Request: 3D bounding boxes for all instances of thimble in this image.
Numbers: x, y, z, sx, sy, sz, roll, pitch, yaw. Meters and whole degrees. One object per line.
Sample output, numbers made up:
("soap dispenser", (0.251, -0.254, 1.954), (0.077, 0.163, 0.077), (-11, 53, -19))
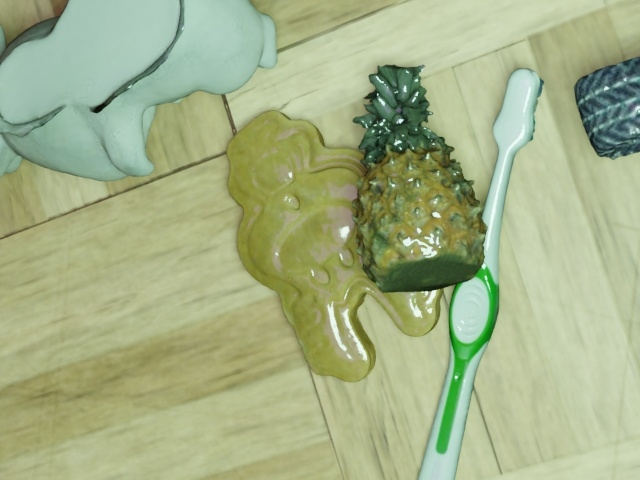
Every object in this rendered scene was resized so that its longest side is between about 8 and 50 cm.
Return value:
("thimble", (0.248, -0.105, 1.003), (0.104, 0.095, 0.066), (-18, 82, 32))

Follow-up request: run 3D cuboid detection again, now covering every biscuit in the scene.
("biscuit", (0.002, -0.003, 1.121), (0.144, 0.040, 0.236), (-35, 82, 10))

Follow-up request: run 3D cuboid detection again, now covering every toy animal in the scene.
("toy animal", (-0.194, -0.150, 1.122), (0.325, 0.154, 0.208), (-7, 82, 23))

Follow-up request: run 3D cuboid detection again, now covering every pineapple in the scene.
("pineapple", (0.073, -0.055, 1.053), (0.108, 0.108, 0.197), (-15, 63, 18))

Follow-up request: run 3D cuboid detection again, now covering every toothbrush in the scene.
("toothbrush", (0.121, 0.067, 1.076), (0.042, 0.040, 0.418), (14, 95, 21))
